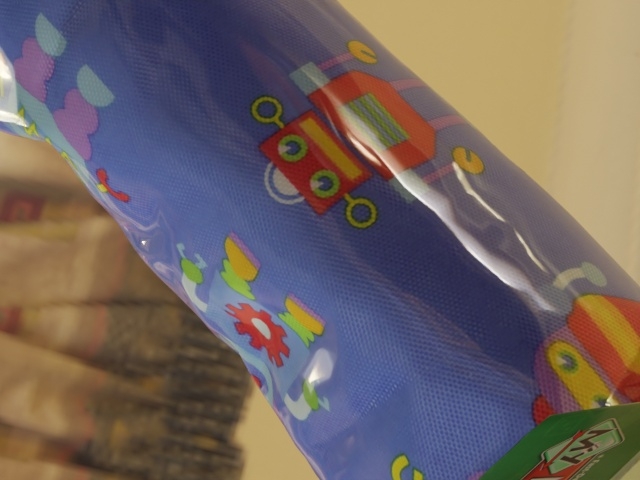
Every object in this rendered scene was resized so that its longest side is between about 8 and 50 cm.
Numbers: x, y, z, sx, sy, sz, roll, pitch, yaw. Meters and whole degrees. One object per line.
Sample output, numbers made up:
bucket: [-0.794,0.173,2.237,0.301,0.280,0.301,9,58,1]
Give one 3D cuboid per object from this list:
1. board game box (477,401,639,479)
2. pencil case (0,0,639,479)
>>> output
board game box: [0.004,0.193,0.274,0.046,0.317,0.213,-17,-76,51]
pencil case: [0.000,0.000,0.604,0.306,0.119,0.133,46,-29,17]
